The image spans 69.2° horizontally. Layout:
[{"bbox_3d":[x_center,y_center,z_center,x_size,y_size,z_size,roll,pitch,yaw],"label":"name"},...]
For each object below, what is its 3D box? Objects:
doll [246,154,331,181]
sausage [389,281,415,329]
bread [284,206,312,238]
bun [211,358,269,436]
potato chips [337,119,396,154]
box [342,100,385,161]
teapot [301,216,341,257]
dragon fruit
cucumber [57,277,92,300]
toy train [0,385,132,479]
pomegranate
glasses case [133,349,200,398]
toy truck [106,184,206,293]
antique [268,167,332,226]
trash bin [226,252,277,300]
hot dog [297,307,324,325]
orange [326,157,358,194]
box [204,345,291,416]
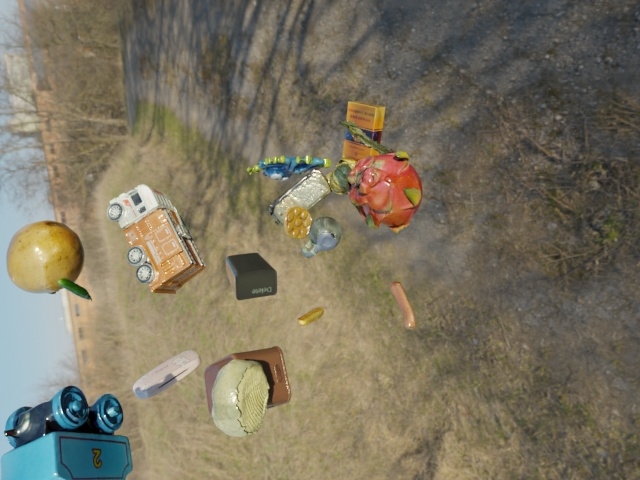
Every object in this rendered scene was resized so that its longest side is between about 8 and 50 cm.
[{"bbox_3d":[-0.129,-0.333,2.162,0.341,0.346,0.099,-3,91,35],"label":"doll"},{"bbox_3d":[0.267,0.208,1.498,0.040,0.047,0.177,-41,48,28],"label":"sausage"},{"bbox_3d":[-0.074,-0.058,1.515,0.024,0.110,0.110,-4,94,58],"label":"bread"},{"bbox_3d":[-0.287,0.536,1.590,0.152,0.259,0.260,-4,96,21],"label":"bun"},{"bbox_3d":[0.145,-0.318,1.441,0.220,0.202,0.029,36,113,14],"label":"potato chips"},{"bbox_3d":[0.175,-0.442,1.916,0.152,0.070,0.237,25,123,38],"label":"box"},{"bbox_3d":[0.000,-0.010,1.550,0.108,0.149,0.111,-99,-3,-67],"label":"teapot"},{"bbox_3d":[0.178,-0.146,1.317,0.227,0.224,0.224,49,172,-31],"label":"dragon fruit"},{"bbox_3d":[-0.871,0.173,1.651,0.037,0.037,0.155,56,-178,43],"label":"cucumber"},{"bbox_3d":[-0.630,0.524,1.163,0.300,0.187,0.265,59,-172,-61],"label":"toy train"},{"bbox_3d":[-1.068,0.059,1.810,0.307,0.307,0.308,33,127,58],"label":"pomegranate"},{"bbox_3d":[-0.652,0.568,1.982,0.113,0.296,0.075,12,124,45],"label":"glasses case"},{"bbox_3d":[-0.579,-0.016,1.659,0.388,0.206,0.173,59,-174,13],"label":"toy truck"},{"bbox_3d":[-0.093,-0.173,1.990,0.125,0.284,0.150,52,174,-2],"label":"antique"},{"bbox_3d":[-0.289,0.138,1.893,0.225,0.165,0.115,-141,48,-61],"label":"trash bin"},{"bbox_3d":[-0.046,0.405,2.432,0.066,0.215,0.047,15,108,27],"label":"hot dog"},{"bbox_3d":[0.099,-0.264,1.895,0.134,0.156,0.157,41,140,18],"label":"orange"},{"bbox_3d":[-0.322,0.606,1.974,0.339,0.229,0.240,-35,60,45],"label":"box"}]
